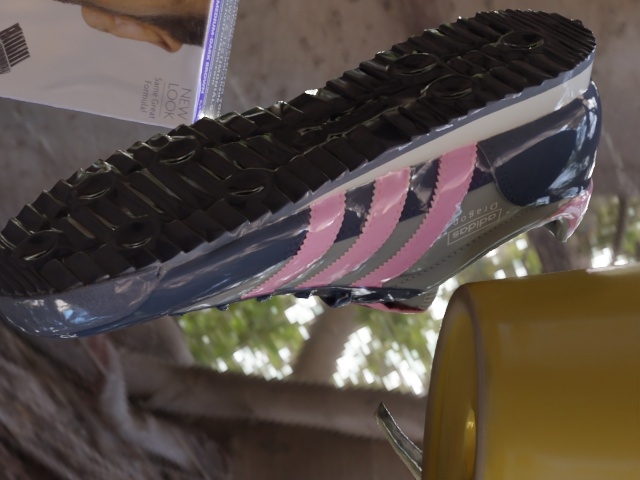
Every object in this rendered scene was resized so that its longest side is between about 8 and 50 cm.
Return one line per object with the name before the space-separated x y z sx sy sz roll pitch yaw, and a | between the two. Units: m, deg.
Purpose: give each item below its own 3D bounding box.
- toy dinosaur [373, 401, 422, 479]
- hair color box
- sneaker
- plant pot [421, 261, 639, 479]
toy dinosaur | 0.106 0.220 0.982 0.268 0.118 0.064 44 -146 15
hair color box | -0.239 -0.206 1.384 0.339 0.110 0.185 10 -85 6
sneaker | 0.000 0.000 0.830 0.319 0.131 0.112 -21 -144 -13
plant pot | 0.177 0.108 0.801 0.239 0.254 0.254 5 -132 -5
